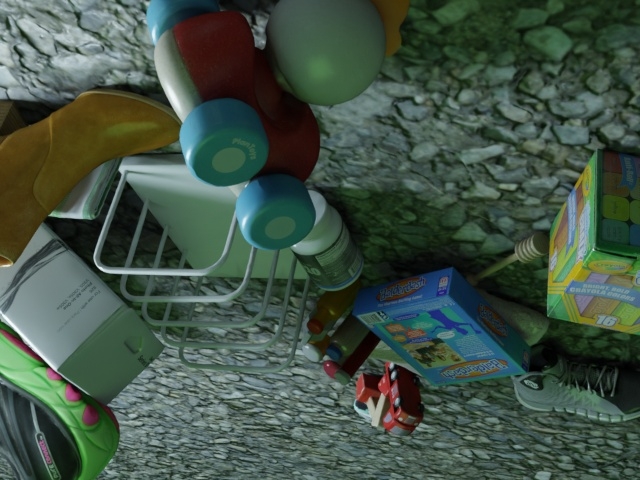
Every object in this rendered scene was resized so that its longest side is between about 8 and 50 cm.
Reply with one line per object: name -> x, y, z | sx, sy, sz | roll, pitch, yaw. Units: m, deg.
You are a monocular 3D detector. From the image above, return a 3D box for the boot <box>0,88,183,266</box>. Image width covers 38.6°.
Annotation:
boot -> -0.311, -0.065, 1.057 | 0.294, 0.211, 0.104 | 2, 149, 17

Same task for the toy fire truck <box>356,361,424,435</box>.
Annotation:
toy fire truck -> 0.113, 0.267, 1.526 | 0.047, 0.192, 0.135 | 21, 120, -15

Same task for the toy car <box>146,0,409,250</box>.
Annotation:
toy car -> -0.013, -0.155, 0.862 | 0.237, 0.219, 0.210 | -26, 140, 7

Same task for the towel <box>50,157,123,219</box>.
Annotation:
towel -> -0.332, -0.081, 1.135 | 0.151, 0.113, 0.023 | 8, 145, 10

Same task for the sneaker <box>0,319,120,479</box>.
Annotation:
sneaker -> -0.508, 0.198, 1.282 | 0.482, 0.202, 0.185 | 34, 170, 20

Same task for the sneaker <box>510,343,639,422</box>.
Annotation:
sneaker -> 0.391, 0.211, 1.384 | 0.228, 0.086, 0.132 | -5, 143, 29

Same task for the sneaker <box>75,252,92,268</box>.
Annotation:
sneaker -> -0.411, 0.118, 1.474 | 0.115, 0.136, 0.314 | -4, 146, 25

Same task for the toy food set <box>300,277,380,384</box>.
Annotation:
toy food set -> 0.016, 0.155, 1.371 | 0.111, 0.104, 0.232 | 38, 147, 6

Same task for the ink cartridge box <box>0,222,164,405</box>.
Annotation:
ink cartridge box -> -0.366, 0.067, 1.227 | 0.289, 0.121, 0.211 | 40, 167, 19

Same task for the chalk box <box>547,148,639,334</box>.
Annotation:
chalk box -> 0.340, -0.005, 0.992 | 0.132, 0.132, 0.213 | 11, 149, 2

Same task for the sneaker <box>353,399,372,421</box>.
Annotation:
sneaker -> 0.114, 0.326, 1.728 | 0.098, 0.038, 0.069 | 14, 153, 17

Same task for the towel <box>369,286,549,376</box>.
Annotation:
towel -> 0.187, 0.144, 1.381 | 0.187, 0.049, 0.282 | 21, 149, -15

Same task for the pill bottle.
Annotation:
pill bottle -> 0.000, 0.000, 1.180 | 0.078, 0.078, 0.137 | -2, 146, 23

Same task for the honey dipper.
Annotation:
honey dipper -> 0.237, 0.029, 1.193 | 0.030, 0.031, 0.160 | 24, 151, -19

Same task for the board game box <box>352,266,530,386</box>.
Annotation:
board game box -> 0.170, 0.126, 1.269 | 0.160, 0.047, 0.210 | -16, 134, 37

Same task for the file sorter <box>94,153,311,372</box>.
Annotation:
file sorter -> -0.143, 0.036, 1.202 | 0.192, 0.173, 0.278 | 0, 147, 19
